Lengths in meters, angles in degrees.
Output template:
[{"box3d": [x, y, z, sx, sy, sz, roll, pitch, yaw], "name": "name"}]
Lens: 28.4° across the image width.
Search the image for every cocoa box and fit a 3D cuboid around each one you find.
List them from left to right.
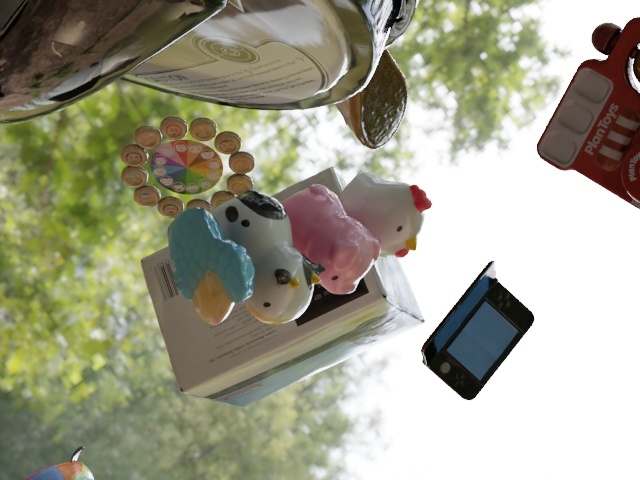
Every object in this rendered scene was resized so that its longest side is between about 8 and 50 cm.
[{"box3d": [-0.054, 0.081, 1.954, 0.228, 0.347, 0.231, 31, 35, -66], "name": "cocoa box"}]

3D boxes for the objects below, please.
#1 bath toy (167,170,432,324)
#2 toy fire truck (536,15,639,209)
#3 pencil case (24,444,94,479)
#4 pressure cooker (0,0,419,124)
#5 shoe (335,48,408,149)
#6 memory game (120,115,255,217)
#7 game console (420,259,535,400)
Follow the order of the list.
[{"box3d": [0.000, 0.000, 1.434, 0.129, 0.348, 0.151, -14, -88, 46], "name": "bath toy"}, {"box3d": [0.487, -0.202, 1.897, 0.254, 0.169, 0.302, 33, -67, 22], "name": "toy fire truck"}, {"box3d": [-0.155, 0.271, 0.941, 0.236, 0.104, 0.104, 52, -17, 17], "name": "pencil case"}, {"box3d": [-0.094, -0.254, 0.653, 0.375, 0.420, 0.370, 17, -13, 12], "name": "pressure cooker"}, {"box3d": [0.044, -0.181, 1.370, 0.058, 0.076, 0.219, 44, -15, 32], "name": "shoe"}, {"box3d": [-0.179, -0.095, 1.706, 0.012, 0.186, 0.186, -90, 166, -46], "name": "memory game"}, {"box3d": [0.196, 0.113, 1.558, 0.124, 0.144, 0.085, 42, -8, -12], "name": "game console"}]
